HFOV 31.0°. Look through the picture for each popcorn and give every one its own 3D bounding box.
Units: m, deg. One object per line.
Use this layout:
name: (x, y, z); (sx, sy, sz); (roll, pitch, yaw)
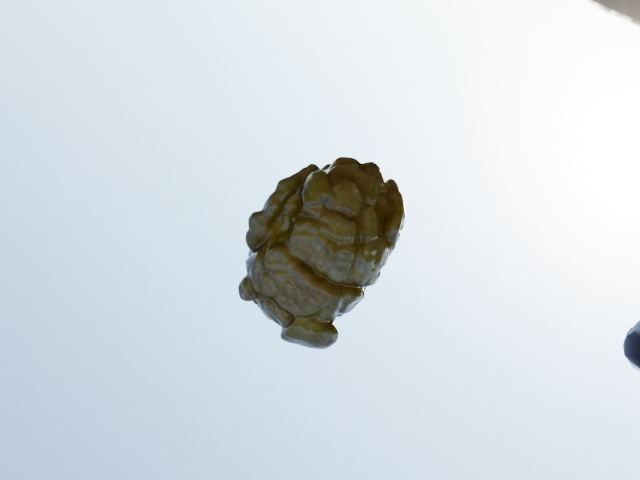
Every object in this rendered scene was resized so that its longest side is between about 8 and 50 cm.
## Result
popcorn: (-0.008, 0.012, 1.140); (0.140, 0.194, 0.163); (37, -130, -2)

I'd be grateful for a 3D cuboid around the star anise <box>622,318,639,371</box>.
star anise: (0.193, 0.008, 0.266); (0.223, 0.236, 0.109); (50, -163, 3)
